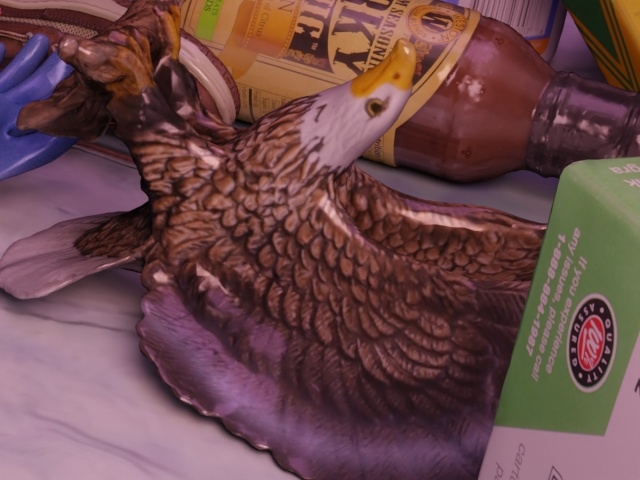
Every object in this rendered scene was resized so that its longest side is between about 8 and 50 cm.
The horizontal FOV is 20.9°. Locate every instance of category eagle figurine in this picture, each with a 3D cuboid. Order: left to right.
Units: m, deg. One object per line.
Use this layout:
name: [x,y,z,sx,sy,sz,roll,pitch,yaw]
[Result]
eagle figurine: [0.004,-0.004,0.829,0.298,0.225,0.226,41,71,-4]

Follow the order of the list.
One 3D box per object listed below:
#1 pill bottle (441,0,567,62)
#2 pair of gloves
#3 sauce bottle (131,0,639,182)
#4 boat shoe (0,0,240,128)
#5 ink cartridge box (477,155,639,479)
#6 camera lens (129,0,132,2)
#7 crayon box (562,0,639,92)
pill bottle: [0.133,-0.276,1.302,0.152,0.272,0.152,9,24,-4]
pair of gloves: [-0.223,-0.083,0.953,0.159,0.023,0.198,-37,53,-25]
sauce bottle: [0.052,-0.102,1.091,0.344,0.111,0.111,16,25,12]
boat shoe: [-0.172,-0.099,1.041,0.257,0.095,0.095,22,62,25]
ink cartridge box: [0.168,0.126,0.532,0.122,0.211,0.289,0,27,-25]
camera lens: [-0.150,-0.299,1.292,0.219,0.219,0.274,13,25,4]
crayon box: [0.274,-0.168,1.141,0.202,0.081,0.318,-24,78,-11]
